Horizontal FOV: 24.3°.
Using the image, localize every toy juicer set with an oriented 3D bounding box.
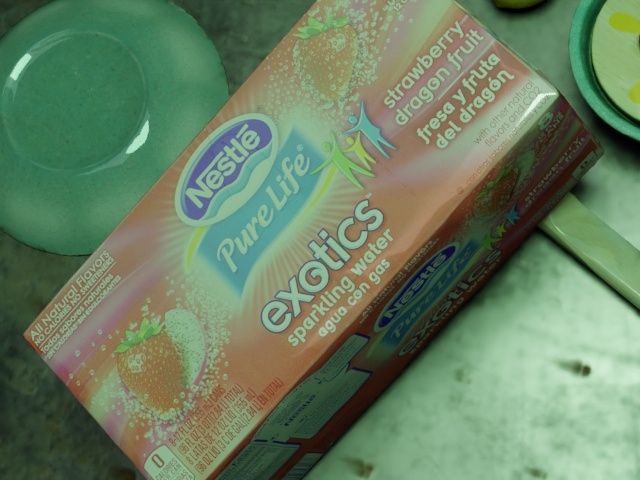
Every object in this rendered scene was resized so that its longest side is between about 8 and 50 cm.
[{"bbox_3d":[0.184,-0.126,0.902,0.209,0.089,0.329,20,79,17],"label":"toy juicer set"}]

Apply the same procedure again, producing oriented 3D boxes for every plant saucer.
[{"bbox_3d":[-0.159,-0.088,0.994,0.195,0.037,0.195,-4,72,12],"label":"plant saucer"}]

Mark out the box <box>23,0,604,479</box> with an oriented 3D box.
[{"bbox_3d":[0.000,0.000,0.846,0.142,0.154,0.300,45,98,20],"label":"box"}]
